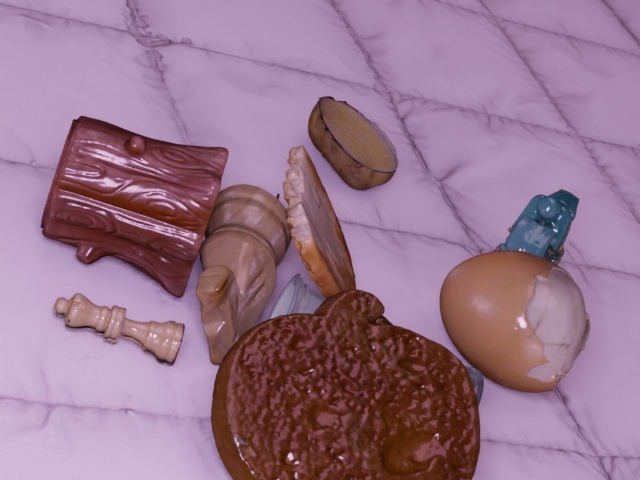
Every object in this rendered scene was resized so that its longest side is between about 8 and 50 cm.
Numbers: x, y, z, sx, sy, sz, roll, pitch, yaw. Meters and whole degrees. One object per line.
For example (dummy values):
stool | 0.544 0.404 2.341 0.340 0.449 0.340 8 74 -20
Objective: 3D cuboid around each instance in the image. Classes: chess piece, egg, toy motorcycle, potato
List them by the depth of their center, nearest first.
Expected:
chess piece | -0.266 0.111 1.952 0.172 0.060 0.060 18 31 -11
chess piece | -0.120 0.050 2.102 0.137 0.137 0.301 23 33 -8
egg | 0.290 0.115 2.249 0.244 0.201 0.201 27 27 28
toy motorcycle | 0.353 -0.002 2.481 0.109 0.198 0.296 30 28 13
potato | 0.045 -0.158 2.592 0.164 0.081 0.200 10 36 -41

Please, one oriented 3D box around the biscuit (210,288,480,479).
biscuit | 0.034 0.212 1.915 0.367 0.063 0.314 10 61 -22

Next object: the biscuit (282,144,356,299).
biscuit | 0.000 0.000 2.236 0.309 0.040 0.204 -95 161 -60

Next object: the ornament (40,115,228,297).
ornament | -0.265 -0.054 2.080 0.217 0.221 0.235 17 -9 -9

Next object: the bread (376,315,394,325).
bread | 0.080 0.121 2.232 0.088 0.034 0.049 45 28 28

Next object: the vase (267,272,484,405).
vase | 0.071 0.171 2.054 0.299 0.143 0.143 26 30 -10
